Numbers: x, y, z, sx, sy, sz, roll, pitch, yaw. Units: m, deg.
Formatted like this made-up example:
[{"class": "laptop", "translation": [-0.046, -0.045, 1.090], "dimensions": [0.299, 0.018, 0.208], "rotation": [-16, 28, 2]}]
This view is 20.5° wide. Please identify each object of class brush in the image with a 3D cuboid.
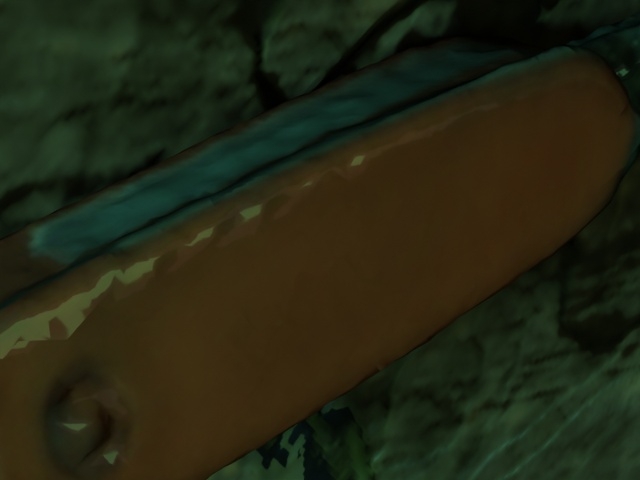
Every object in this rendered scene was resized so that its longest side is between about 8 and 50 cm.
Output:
[{"class": "brush", "translation": [0.000, 0.000, 0.443], "dimensions": [0.323, 0.051, 0.070], "rotation": [-27, 122, -23]}]
